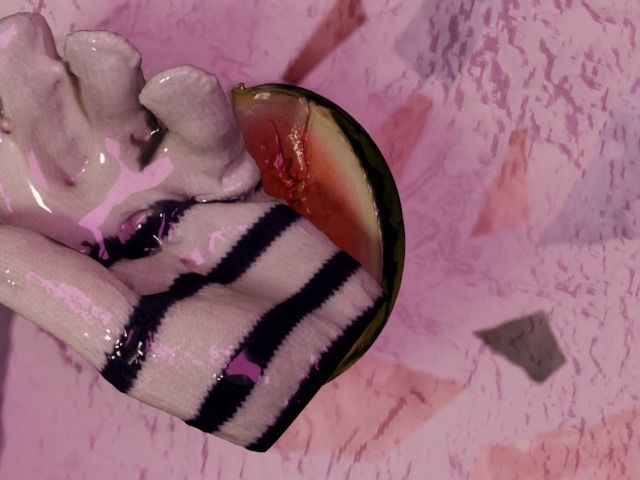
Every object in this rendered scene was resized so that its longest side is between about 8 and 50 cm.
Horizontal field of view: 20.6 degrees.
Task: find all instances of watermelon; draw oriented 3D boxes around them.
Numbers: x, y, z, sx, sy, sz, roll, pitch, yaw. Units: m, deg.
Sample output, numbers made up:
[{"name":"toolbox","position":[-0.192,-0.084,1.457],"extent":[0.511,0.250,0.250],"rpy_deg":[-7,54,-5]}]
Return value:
[{"name":"watermelon","position":[0.011,0.000,0.865],"extent":[0.087,0.069,0.163],"rpy_deg":[-9,98,-26]}]

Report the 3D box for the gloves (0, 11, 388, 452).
[{"name":"gloves","position":[-0.084,-0.006,0.802],"extent":[0.218,0.131,0.140],"rpy_deg":[38,84,5]}]
